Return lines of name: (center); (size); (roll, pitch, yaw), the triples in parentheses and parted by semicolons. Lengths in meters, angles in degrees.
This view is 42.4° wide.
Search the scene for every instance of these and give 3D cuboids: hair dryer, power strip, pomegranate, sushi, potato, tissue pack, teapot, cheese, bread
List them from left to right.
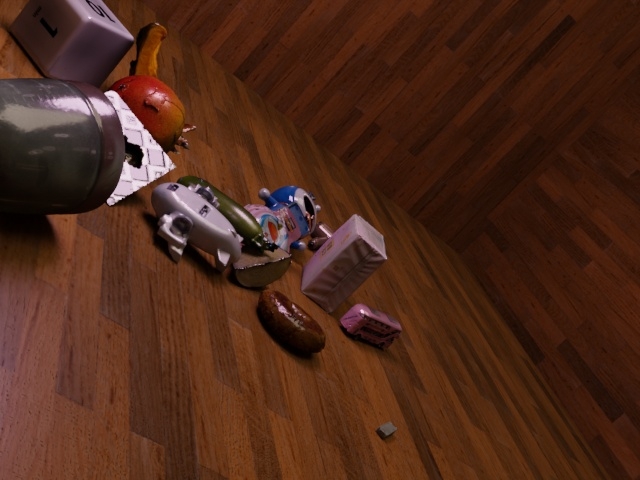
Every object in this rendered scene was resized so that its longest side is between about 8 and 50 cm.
teapot: (-0.539, -0.180, 1.363); (0.315, 0.233, 0.312); (39, 23, 24)
sushi: (-0.470, -0.199, 1.822); (0.231, 0.047, 0.220); (51, 42, -1)
pomegranate: (-0.420, -0.291, 1.996); (0.235, 0.210, 0.210); (25, 23, -36)
potato: (-0.162, 0.069, 1.973); (0.172, 0.089, 0.101); (-17, 39, -41)
cheese: (-0.124, -0.020, 2.142); (0.286, 0.074, 0.188); (-30, 98, -51)
bread: (-0.067, 0.187, 1.892); (0.193, 0.064, 0.193); (40, 8, -7)
hair dryer: (0.000, 0.000, 2.606); (0.117, 0.064, 0.182); (46, 20, 14)
tissue pack: (0.061, 0.060, 2.258); (0.124, 0.225, 0.185); (41, 15, -15)
power strip: (0.151, 0.429, 1.867); (0.027, 0.017, 0.083); (49, 16, 19)

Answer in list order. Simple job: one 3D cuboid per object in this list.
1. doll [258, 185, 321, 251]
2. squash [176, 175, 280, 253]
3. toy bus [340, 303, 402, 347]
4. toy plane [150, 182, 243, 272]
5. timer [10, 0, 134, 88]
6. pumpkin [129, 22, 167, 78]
doll: (-0.098, -0.066, 2.329); (0.257, 0.161, 0.215); (-56, 128, -64)
squash: (-0.234, -0.065, 2.001); (0.331, 0.087, 0.087); (36, 10, 24)
toy bus: (0.141, 0.234, 2.249); (0.203, 0.090, 0.063); (28, 20, -48)
toy plane: (-0.279, -0.032, 1.847); (0.245, 0.117, 0.244); (28, 37, -23)
timer: (-0.634, -0.526, 2.116); (0.195, 0.194, 0.192); (48, 15, 22)
pumpkin: (-0.457, -0.429, 2.181); (0.095, 0.290, 0.258); (6, 14, -8)
